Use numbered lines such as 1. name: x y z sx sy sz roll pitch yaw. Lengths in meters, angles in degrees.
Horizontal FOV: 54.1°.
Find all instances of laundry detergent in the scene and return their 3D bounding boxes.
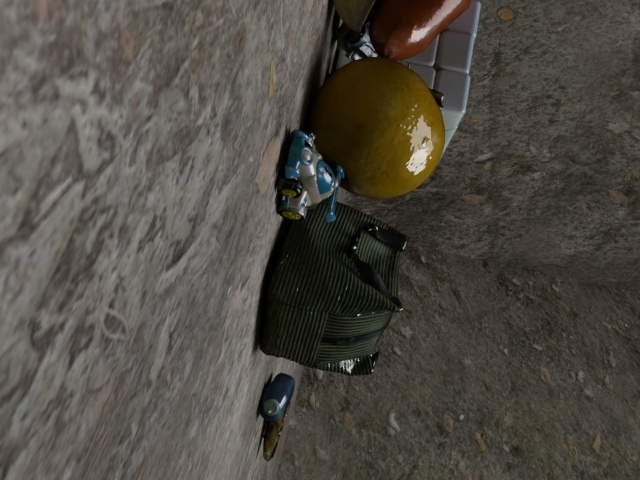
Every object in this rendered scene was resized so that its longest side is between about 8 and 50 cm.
1. laundry detergent: -0.104 0.371 1.472 0.206 0.061 0.096 39 75 -85

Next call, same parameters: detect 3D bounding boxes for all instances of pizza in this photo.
1. pizza: -0.114 0.469 1.624 0.176 0.036 0.184 118 -14 -55

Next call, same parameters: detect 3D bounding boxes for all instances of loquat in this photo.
1. loquat: 0.112 -0.214 1.193 0.275 0.275 0.275 12 90 -87

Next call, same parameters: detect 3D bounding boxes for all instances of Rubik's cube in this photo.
1. Rubik's cube: 0.201 -0.415 1.600 0.322 0.319 0.316 94 7 -72

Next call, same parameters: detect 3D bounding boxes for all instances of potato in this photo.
1. potato: 0.090 -0.495 1.094 0.243 0.098 0.138 -53 -169 54

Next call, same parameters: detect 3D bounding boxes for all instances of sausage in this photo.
1. sausage: 0.195 -0.450 1.191 0.258 0.133 0.133 -43 173 -5

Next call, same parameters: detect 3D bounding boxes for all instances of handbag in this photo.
1. handbag: 0.029 0.083 1.202 0.340 0.240 0.247 -76 -179 -53

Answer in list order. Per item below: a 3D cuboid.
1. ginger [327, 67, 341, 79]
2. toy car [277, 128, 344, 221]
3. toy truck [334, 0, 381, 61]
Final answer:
1. ginger: 0.070 -0.323 1.346 0.096 0.165 0.067 -37 140 -22
2. toy car: -0.011 -0.107 1.009 0.161 0.098 0.126 98 3 -70
3. toy truck: 0.138 -0.496 1.325 0.272 0.124 0.157 -54 -138 12
